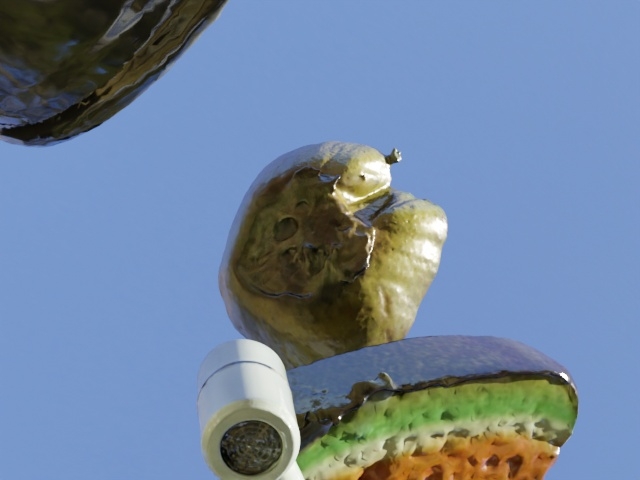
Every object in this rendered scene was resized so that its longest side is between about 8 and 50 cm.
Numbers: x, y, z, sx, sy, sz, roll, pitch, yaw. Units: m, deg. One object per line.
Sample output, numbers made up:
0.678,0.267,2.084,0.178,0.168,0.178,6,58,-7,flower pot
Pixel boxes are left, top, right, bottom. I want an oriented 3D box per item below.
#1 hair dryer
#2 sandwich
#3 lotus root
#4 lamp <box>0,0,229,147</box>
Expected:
-0.020,0.122,0.873,0.047,0.082,0.137,-22,-70,1,hair dryer
0.062,0.211,1.244,0.250,0.162,0.301,-17,-76,-19,sandwich
-0.002,0.004,1.409,0.183,0.078,0.203,12,-105,22,lotus root
-0.128,-0.123,0.364,0.147,0.227,0.172,2,-110,53,lamp
